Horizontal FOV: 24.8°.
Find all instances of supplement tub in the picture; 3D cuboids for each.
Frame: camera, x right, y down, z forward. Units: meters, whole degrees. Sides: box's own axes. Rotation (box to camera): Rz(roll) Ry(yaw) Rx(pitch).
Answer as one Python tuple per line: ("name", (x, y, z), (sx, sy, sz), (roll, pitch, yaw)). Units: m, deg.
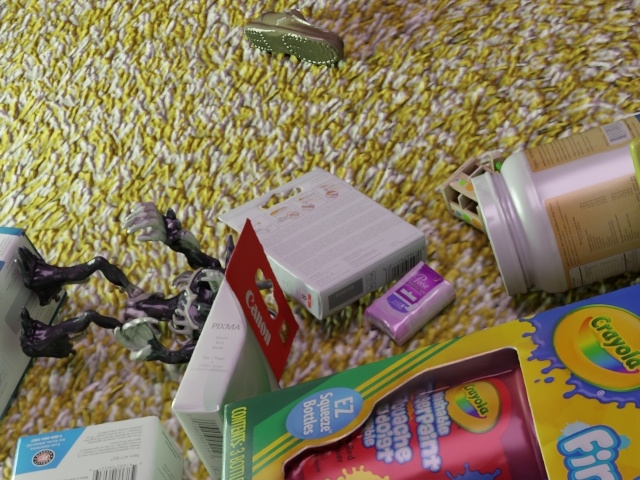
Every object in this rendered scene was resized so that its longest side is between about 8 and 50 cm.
("supplement tub", (0.259, -0.033, 1.408), (0.200, 0.144, 0.144), (-17, 47, 6))

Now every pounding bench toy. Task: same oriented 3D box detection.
("pounding bench toy", (0.181, -0.053, 1.520), (0.083, 0.052, 0.065), (-43, 50, -18))

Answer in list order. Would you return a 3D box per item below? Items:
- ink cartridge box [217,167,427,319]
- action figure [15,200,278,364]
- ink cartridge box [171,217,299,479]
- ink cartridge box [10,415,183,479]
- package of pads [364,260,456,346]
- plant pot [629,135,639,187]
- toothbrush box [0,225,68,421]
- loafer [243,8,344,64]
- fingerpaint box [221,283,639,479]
("ink cartridge box", (0.000, 0.000, 1.527), (0.145, 0.045, 0.179), (-28, 40, -28))
("action figure", (-0.176, 0.058, 1.494), (0.276, 0.141, 0.164), (-5, 66, 9))
("ink cartridge box", (-0.056, 0.120, 1.373), (0.056, 0.181, 0.224), (4, 51, 23))
("ink cartridge box", (-0.215, 0.279, 1.360), (0.148, 0.086, 0.203), (-9, 49, 12))
("package of pads", (0.091, 0.064, 1.466), (0.083, 0.032, 0.050), (-40, 51, -15))
("plant pot", (0.409, -0.027, 1.247), (0.228, 0.227, 0.207), (-27, 19, -17))
("toothbrush box", (-0.464, 0.092, 1.589), (0.296, 0.126, 0.216), (5, 54, 24))
("loafer", (-0.028, -0.254, 1.772), (0.148, 0.056, 0.050), (19, 66, 33))
("fingerpaint box", (0.121, 0.254, 1.030), (0.371, 0.163, 0.445), (-17, 31, 9))
